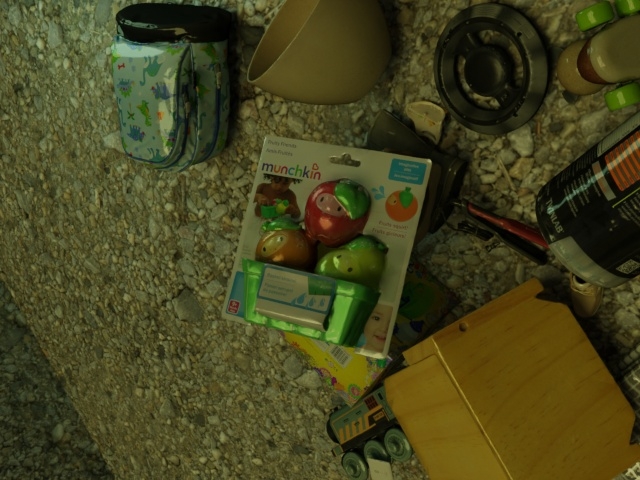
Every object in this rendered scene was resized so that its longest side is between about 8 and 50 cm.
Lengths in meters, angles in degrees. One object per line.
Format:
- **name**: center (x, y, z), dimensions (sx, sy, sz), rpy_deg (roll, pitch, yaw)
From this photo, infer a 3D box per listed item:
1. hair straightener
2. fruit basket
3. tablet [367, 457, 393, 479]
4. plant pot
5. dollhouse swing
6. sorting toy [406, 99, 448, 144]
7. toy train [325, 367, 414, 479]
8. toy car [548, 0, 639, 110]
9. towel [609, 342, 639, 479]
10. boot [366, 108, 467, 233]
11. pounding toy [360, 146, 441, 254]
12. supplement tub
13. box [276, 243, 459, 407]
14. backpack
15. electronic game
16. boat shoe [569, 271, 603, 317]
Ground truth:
- **hair straightener**: center (0.317, -0.009, 1.351), dimensions (0.230, 0.047, 0.089), rpy_deg (23, 127, 4)
- **fruit basket**: center (0.000, 0.000, 1.267), dimensions (0.327, 0.165, 0.353), rpy_deg (12, 90, 21)
- **tablet**: center (0.136, 0.521, 1.630), dimensions (0.054, 0.006, 0.083), rpy_deg (6, 130, 24)
- **plant pot**: center (0.020, -0.363, 1.350), dimensions (0.191, 0.284, 0.284), rpy_deg (32, 137, -21)
- **dollhouse swing**: center (0.331, 0.310, 1.346), dimensions (0.347, 0.315, 0.305), rpy_deg (60, 170, 12)
- **sorting toy**: center (0.208, -0.222, 1.388), dimensions (0.083, 0.045, 0.075), rpy_deg (35, 146, 31)
- **toy train**: center (0.136, 0.435, 1.698), dimensions (0.334, 0.142, 0.190), rpy_deg (-44, 68, 44)
- **toy car**: center (0.436, -0.280, 1.143), dimensions (0.155, 0.149, 0.188), rpy_deg (69, 161, -3)
- **towel**: center (0.611, 0.336, 1.264), dimensions (0.283, 0.121, 0.235), rpy_deg (44, 130, 15)
- **boot**: center (0.176, -0.135, 1.432), dimensions (0.208, 0.076, 0.190), rpy_deg (30, 126, 23)
- **pounding toy**: center (0.112, -0.055, 1.377), dimensions (0.155, 0.154, 0.269), rpy_deg (29, 127, 32)
- **supplement tub**: center (0.510, -0.090, 1.088), dimensions (0.207, 0.207, 0.338), rpy_deg (52, 133, 7)
- **box**: center (0.076, 0.130, 1.495), dimensions (0.290, 0.279, 0.177), rpy_deg (44, 130, 14)
- **backpack**: center (-0.340, -0.337, 1.665), dimensions (0.290, 0.273, 0.356), rpy_deg (16, 132, 26)
- **electronic game**: center (0.296, -0.299, 1.273), dimensions (0.229, 0.048, 0.229), rpy_deg (23, 125, 38)
- **boat shoe**: center (0.471, 0.067, 1.293), dimensions (0.063, 0.059, 0.170), rpy_deg (13, 117, 35)
